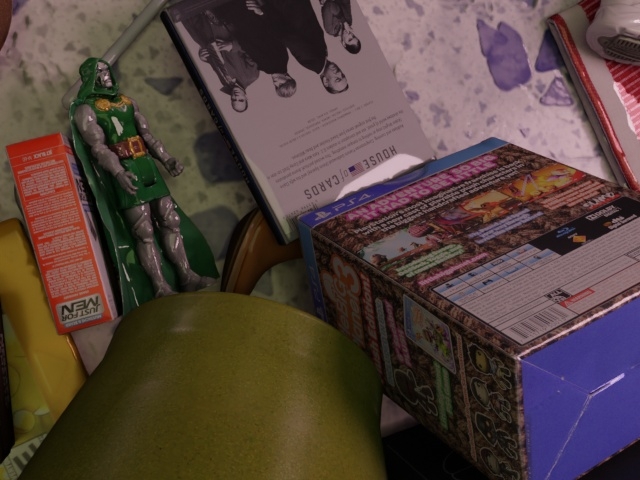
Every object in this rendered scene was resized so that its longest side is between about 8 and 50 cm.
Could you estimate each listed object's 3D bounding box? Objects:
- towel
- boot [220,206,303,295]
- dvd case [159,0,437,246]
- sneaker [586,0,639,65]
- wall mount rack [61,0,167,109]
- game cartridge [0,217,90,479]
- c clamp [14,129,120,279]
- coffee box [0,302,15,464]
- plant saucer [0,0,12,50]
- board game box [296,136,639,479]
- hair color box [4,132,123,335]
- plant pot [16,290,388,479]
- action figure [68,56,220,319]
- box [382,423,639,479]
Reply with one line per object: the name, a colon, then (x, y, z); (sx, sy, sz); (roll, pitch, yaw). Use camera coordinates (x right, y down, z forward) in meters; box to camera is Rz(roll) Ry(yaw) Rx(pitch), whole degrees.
towel: (0.434, -0.201, 1.057); (0.329, 0.037, 0.237); (-25, 91, -12)
boot: (0.000, 0.000, 0.938); (0.152, 0.073, 0.197); (28, 85, -13)
dvd case: (-0.016, -0.138, 0.903); (0.179, 0.029, 0.238); (-28, 93, -21)
sneaker: (0.396, -0.225, 0.994); (0.232, 0.090, 0.115); (17, 79, -8)
wall mount rack: (-0.214, -0.311, 0.889); (0.350, 0.130, 0.304); (39, 113, -6)
game cartridge: (-0.365, 0.170, 0.861); (0.324, 0.053, 0.285); (-24, 92, -13)
c clamp: (-0.214, -0.036, 0.918); (0.137, 0.022, 0.160); (-19, 91, -11)
coffee box: (-0.386, 0.126, 0.787); (0.247, 0.098, 0.141); (-6, 88, -10)
plant saucer: (-0.360, -0.217, 0.860); (0.168, 0.029, 0.168); (1, 106, 4)
board game box: (0.158, 0.046, 0.821); (0.232, 0.291, 0.141); (-23, 121, -23)
hair color box: (-0.223, -0.006, 0.861); (0.053, 0.093, 0.167); (-14, 91, -5)
plant pot: (-0.093, 0.242, 0.735); (0.366, 0.366, 0.353); (19, 53, -10)
action figure: (-0.168, -0.055, 0.877); (0.063, 0.137, 0.232); (-19, 96, 32)
box: (0.262, 0.252, 0.852); (0.395, 0.293, 0.212); (-17, 98, -12)
